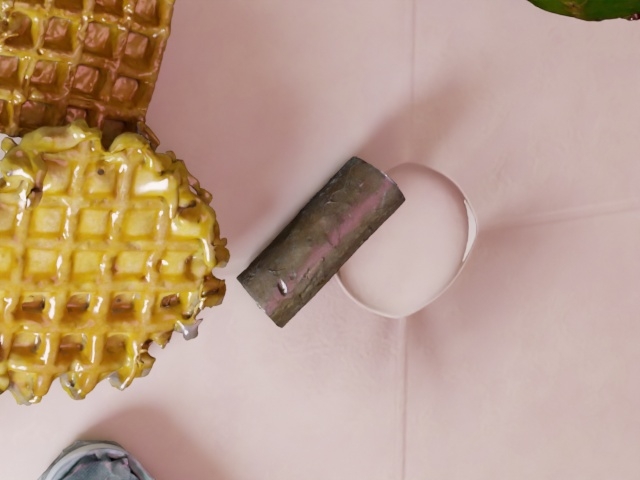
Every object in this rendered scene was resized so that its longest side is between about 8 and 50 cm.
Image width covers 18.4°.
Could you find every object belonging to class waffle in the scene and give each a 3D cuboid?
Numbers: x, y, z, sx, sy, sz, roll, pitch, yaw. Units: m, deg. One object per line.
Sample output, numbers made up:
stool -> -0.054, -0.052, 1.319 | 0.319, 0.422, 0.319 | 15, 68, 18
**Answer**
waffle -> -0.205, -0.184, 1.637 | 0.160, 0.055, 0.211 | 7, 107, -28
waffle -> -0.208, 0.028, 1.681 | 0.262, 0.060, 0.280 | -38, 132, 3

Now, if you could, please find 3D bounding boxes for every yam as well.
yam -> 0.000, 0.000, 1.801 | 0.169, 0.068, 0.068 | -45, 121, 1

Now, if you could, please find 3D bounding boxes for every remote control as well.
remote control -> -0.170, 0.278, 1.833 | 0.104, 0.052, 0.247 | -41, 120, -8

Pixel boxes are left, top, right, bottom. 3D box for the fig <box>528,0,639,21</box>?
fig -> 0.249, -0.278, 1.769 | 0.195, 0.195, 0.245 | -48, 157, -2
